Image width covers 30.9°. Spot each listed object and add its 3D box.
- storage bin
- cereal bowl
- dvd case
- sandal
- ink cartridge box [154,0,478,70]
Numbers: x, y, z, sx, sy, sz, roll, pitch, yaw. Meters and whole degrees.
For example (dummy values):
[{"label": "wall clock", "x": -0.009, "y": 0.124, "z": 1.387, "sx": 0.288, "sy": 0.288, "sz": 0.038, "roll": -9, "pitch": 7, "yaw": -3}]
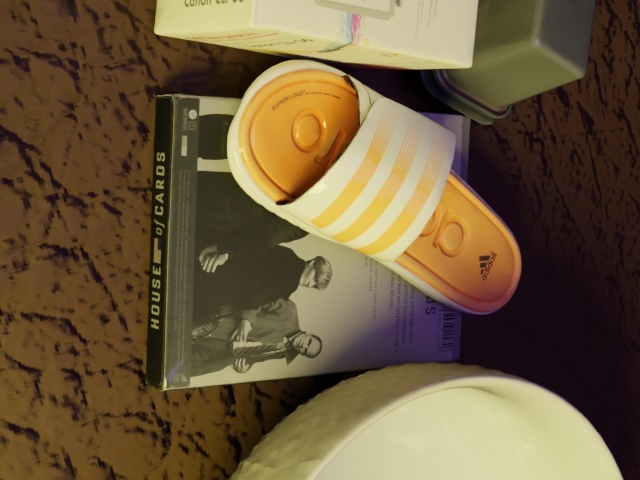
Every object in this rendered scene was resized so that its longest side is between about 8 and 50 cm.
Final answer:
[{"label": "storage bin", "x": 0.130, "y": -0.160, "z": 0.782, "sx": 0.098, "sy": 0.091, "sz": 0.135, "roll": 23, "pitch": 69, "yaw": -35}, {"label": "cereal bowl", "x": 0.045, "y": 0.239, "z": 0.751, "sx": 0.339, "sy": 0.141, "sz": 0.339, "roll": -4, "pitch": 97, "yaw": -36}, {"label": "dvd case", "x": 0.000, "y": 0.000, "z": 0.760, "sx": 0.239, "sy": 0.029, "sz": 0.179, "roll": -1, "pitch": 96, "yaw": -37}, {"label": "sandal", "x": 0.062, "y": -0.029, "z": 0.736, "sx": 0.265, "sy": 0.076, "sz": 0.102, "roll": 30, "pitch": 76, "yaw": -34}, {"label": "ink cartridge box", "x": -0.018, "y": -0.144, "z": 0.677, "sx": 0.198, "sy": 0.115, "sz": 0.067, "roll": 5, "pitch": 93, "yaw": -35}]
